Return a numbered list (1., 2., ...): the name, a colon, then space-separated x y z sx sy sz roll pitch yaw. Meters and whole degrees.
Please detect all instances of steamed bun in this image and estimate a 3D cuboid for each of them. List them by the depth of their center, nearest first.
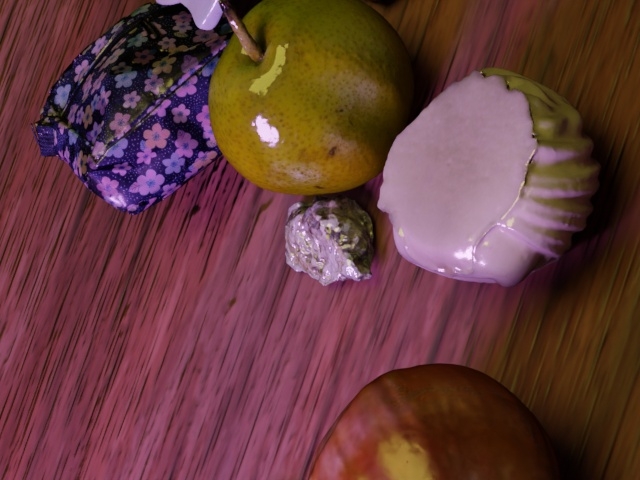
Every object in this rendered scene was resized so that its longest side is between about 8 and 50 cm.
1. steamed bun: 0.139 -0.042 1.308 0.183 0.106 0.183 -21 56 35

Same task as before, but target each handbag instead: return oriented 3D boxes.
1. handbag: -0.156 -0.132 1.592 0.229 0.127 0.208 -41 33 -4

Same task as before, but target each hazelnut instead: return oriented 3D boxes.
1. hazelnut: 0.082 0.195 1.210 0.214 0.176 0.214 -23 64 61

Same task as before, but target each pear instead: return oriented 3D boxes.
1. pear: -0.022 -0.131 1.416 0.180 0.216 0.166 -51 51 8

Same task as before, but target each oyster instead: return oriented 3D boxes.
1. oyster: 0.000 0.001 1.466 0.100 0.037 0.098 -20 60 37

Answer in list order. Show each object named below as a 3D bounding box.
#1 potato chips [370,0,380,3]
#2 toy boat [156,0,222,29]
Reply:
1. potato chips: 0.005 -0.254 1.571 0.026 0.037 0.204 -53 40 -1
2. toy boat: -0.116 -0.317 1.572 0.199 0.100 0.290 -63 38 37
